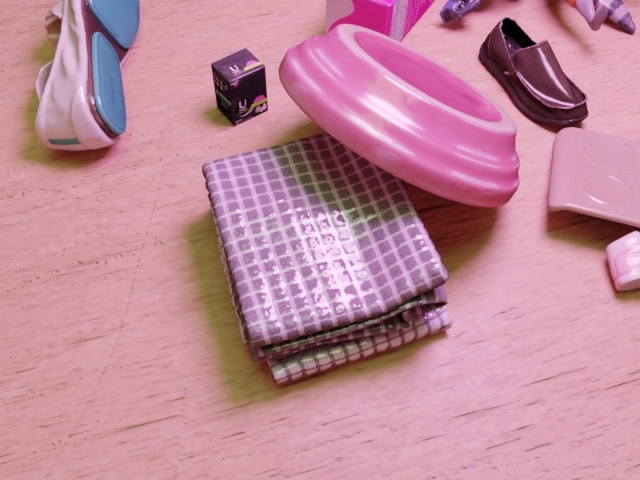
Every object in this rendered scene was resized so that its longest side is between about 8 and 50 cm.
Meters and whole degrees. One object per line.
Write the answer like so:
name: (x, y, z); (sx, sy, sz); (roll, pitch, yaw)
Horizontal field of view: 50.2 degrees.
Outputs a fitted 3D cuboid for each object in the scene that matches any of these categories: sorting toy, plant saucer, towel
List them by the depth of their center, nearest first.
towel: (0.000, 0.000, 0.796); (0.234, 0.121, 0.284); (-15, 54, -11)
plant saucer: (0.112, -0.169, 0.845); (0.331, 0.084, 0.332); (24, 26, -12)
sorting toy: (0.410, -0.074, 0.897); (0.208, 0.038, 0.193); (11, 42, 13)

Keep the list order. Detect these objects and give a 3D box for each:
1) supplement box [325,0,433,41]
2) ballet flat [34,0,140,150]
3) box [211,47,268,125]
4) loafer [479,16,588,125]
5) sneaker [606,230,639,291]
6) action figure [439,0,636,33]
supplement box: (0.107, -0.408, 1.112); (0.111, 0.114, 0.220); (26, 56, 17)
ballet flat: (-0.357, -0.289, 1.018); (0.139, 0.139, 0.401); (-4, 54, -4)
box: (-0.115, -0.221, 0.984); (0.062, 0.083, 0.052); (-30, 59, -22)
loafer: (0.315, -0.255, 1.019); (0.080, 0.078, 0.220); (-25, 57, -18)
sneaker: (0.414, 0.016, 0.831); (0.134, 0.051, 0.070); (-9, 59, -3)
action figure: (0.365, -0.446, 1.154); (0.341, 0.178, 0.330); (-48, 56, 0)
